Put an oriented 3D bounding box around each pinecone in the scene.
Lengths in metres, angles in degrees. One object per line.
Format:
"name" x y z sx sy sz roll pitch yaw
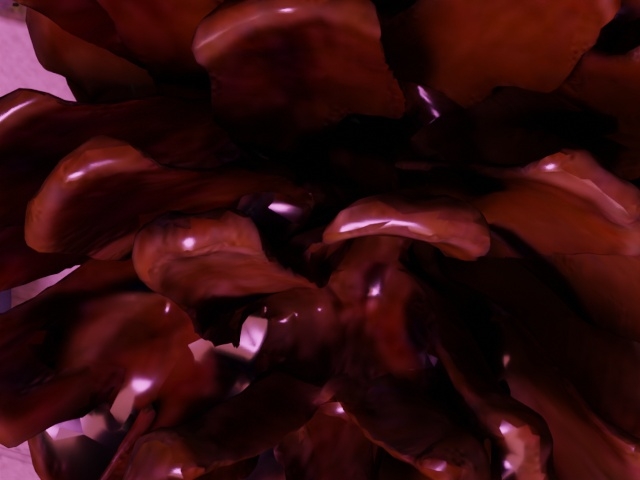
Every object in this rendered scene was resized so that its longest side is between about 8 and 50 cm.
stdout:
"pinecone" 0.000 0.000 0.763 0.384 0.384 0.384 13 133 14

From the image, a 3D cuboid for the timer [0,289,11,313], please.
"timer" -0.273 -0.003 1.022 0.175 0.175 0.255 -27 113 39
